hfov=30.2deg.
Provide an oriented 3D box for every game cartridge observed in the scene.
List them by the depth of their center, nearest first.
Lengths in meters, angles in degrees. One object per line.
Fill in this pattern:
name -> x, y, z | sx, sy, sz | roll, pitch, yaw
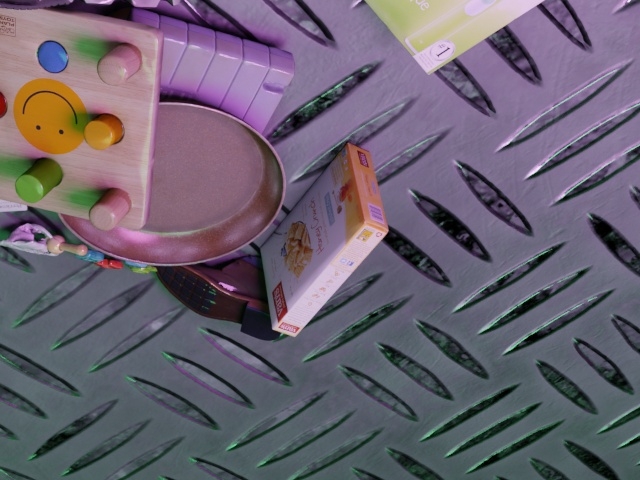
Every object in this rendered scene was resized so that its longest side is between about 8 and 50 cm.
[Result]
game cartridge -> -0.207, -0.143, 1.592 | 0.230, 0.068, 0.355 | 16, 134, -19

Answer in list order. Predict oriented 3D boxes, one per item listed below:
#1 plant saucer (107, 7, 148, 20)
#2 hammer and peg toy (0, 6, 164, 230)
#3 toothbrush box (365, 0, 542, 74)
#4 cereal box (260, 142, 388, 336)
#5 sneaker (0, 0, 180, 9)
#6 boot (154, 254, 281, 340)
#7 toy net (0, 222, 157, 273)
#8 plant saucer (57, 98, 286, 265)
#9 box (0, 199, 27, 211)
plant saucer -> -0.240, -0.258, 1.514 | 0.083, 0.015, 0.083 | -5, 135, -6
hammer and peg toy -> -0.367, -0.168, 1.402 | 0.361, 0.127, 0.266 | 14, 117, 7
toothbrush box -> 0.181, -0.366, 1.411 | 0.283, 0.122, 0.206 | -32, 131, 18
cereal box -> 0.000, 0.000, 1.700 | 0.047, 0.173, 0.240 | 22, 126, -28
sneaker -> -0.295, -0.340, 1.318 | 0.330, 0.122, 0.146 | -13, 129, -41
boot -> -0.141, 0.065, 1.819 | 0.219, 0.106, 0.082 | 29, 133, 2
toy net -> -0.349, 0.006, 1.731 | 0.232, 0.045, 0.122 | 9, 171, -9
plant saucer -> -0.203, -0.082, 1.583 | 0.310, 0.050, 0.310 | -5, 139, -4
box -> -0.442, -0.100, 1.571 | 0.101, 0.102, 0.087 | -4, 136, -8
